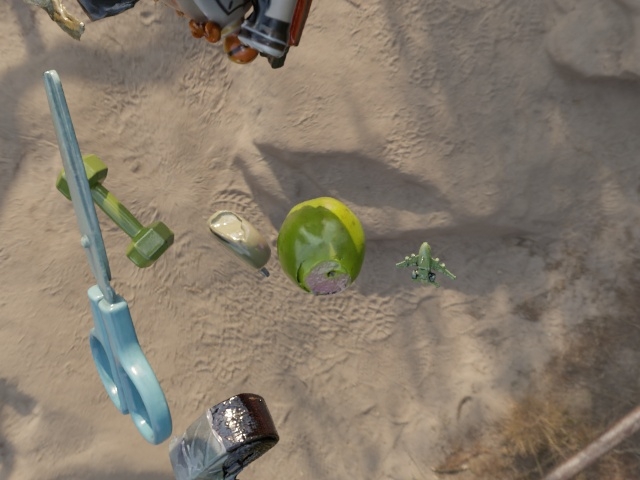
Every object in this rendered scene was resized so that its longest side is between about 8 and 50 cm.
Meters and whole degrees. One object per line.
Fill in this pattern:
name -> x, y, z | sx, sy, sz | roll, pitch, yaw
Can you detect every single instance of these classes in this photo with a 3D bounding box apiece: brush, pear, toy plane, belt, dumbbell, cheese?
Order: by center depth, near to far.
brush -> -0.041, -0.391, 0.902 | 0.051, 0.323, 0.070 | -18, 70, -24
toy plane -> 0.175, 0.044, 0.982 | 0.102, 0.111, 0.040 | 8, 58, 18
pear -> 0.000, 0.000, 1.212 | 0.188, 0.219, 0.187 | -1, 136, -1
belt -> -0.232, 0.497, 1.396 | 0.289, 0.184, 0.164 | -40, 60, 18
dumbbell -> -0.490, -0.070, 1.412 | 0.302, 0.121, 0.108 | 47, 46, -9
cheese -> -0.188, 0.027, 1.484 | 0.163, 0.286, 0.082 | 34, 75, 22

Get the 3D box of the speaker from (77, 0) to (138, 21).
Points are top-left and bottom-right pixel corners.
speaker -> -0.098, -0.278, 0.266 | 0.232, 0.184, 0.254 | -33, 136, -14

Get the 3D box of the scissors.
scissors -> -0.248, 0.036, 0.664 | 0.029, 0.193, 0.447 | -23, 124, -34

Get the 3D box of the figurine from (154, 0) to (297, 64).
figurine -> -0.159, -0.416, 0.849 | 0.196, 0.323, 0.320 | -40, 136, -13

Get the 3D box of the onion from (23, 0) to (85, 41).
onion -> -0.518, -0.359, 0.727 | 0.345, 0.358, 0.358 | 7, 93, -48
